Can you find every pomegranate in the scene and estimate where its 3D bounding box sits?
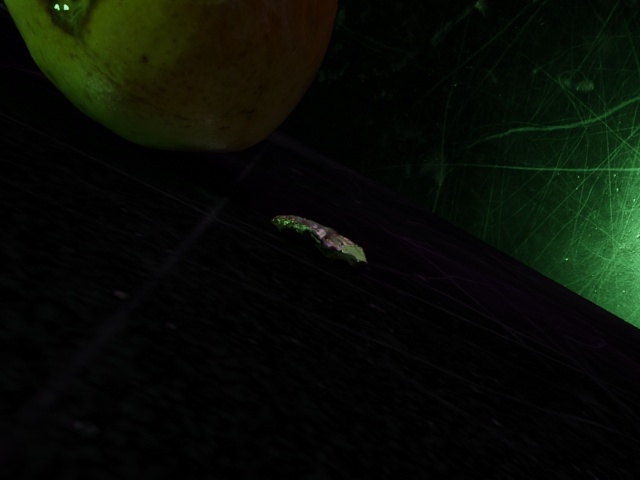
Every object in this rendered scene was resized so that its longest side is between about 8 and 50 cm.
[{"bbox_3d":[-0.127,-0.211,0.601,0.308,0.307,0.307,27,9,-5],"label":"pomegranate"}]

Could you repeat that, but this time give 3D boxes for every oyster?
[{"bbox_3d":[-0.003,-0.001,0.550,0.083,0.019,0.054,26,10,-23],"label":"oyster"}]
